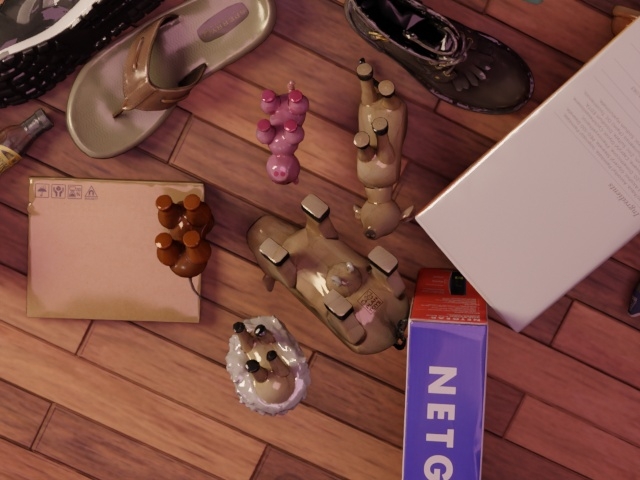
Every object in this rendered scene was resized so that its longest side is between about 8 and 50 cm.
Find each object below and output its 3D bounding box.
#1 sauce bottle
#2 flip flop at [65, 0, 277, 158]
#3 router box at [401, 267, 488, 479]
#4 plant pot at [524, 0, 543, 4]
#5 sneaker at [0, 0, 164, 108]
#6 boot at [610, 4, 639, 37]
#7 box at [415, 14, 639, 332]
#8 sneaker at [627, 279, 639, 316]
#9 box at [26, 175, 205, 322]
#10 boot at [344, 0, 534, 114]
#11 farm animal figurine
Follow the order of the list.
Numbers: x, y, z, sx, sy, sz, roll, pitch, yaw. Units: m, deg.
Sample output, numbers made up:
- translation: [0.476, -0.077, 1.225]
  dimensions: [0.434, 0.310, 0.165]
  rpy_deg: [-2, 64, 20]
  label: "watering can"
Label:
- translation: [-0.358, -0.101, 1.830]
  dimensions: [0.128, 0.042, 0.042]
  rpy_deg: [-38, 99, 4]
  label: "sauce bottle"
- translation: [-0.169, -0.196, 1.808]
  dimensions: [0.277, 0.080, 0.112]
  rpy_deg: [-34, 99, 3]
  label: "flip flop"
- translation: [0.135, 0.218, 1.777]
  dimensions: [0.082, 0.301, 0.336]
  rpy_deg: [3, 98, 5]
  label: "router box"
- translation: [0.213, -0.381, 1.708]
  dimensions: [0.165, 0.165, 0.234]
  rpy_deg: [17, 60, -6]
  label: "plant pot"
- translation: [-0.304, -0.257, 1.796]
  dimensions: [0.283, 0.107, 0.124]
  rpy_deg: [-33, 69, 6]
  label: "sneaker"
- translation: [0.397, -0.117, 1.857]
  dimensions: [0.283, 0.109, 0.220]
  rpy_deg: [34, 99, -15]
  label: "boot"
- translation: [0.299, -0.091, 1.727]
  dimensions: [0.345, 0.215, 0.168]
  rpy_deg: [-43, 87, 22]
  label: "box"
- translation: [0.445, 0.104, 1.907]
  dimensions: [0.192, 0.064, 0.086]
  rpy_deg: [36, 102, -8]
  label: "sneaker"
- translation: [-0.236, 0.011, 1.866]
  dimensions: [0.201, 0.021, 0.164]
  rpy_deg: [2, 99, -4]
  label: "box"
- translation: [0.128, -0.205, 1.751]
  dimensions: [0.263, 0.229, 0.091]
  rpy_deg: [27, 96, -7]
  label: "boot"
- translation: [0.000, 0.000, 1.792]
  dimensions: [0.330, 0.172, 0.327]
  rpy_deg: [-30, 63, -5]
  label: "farm animal figurine"
